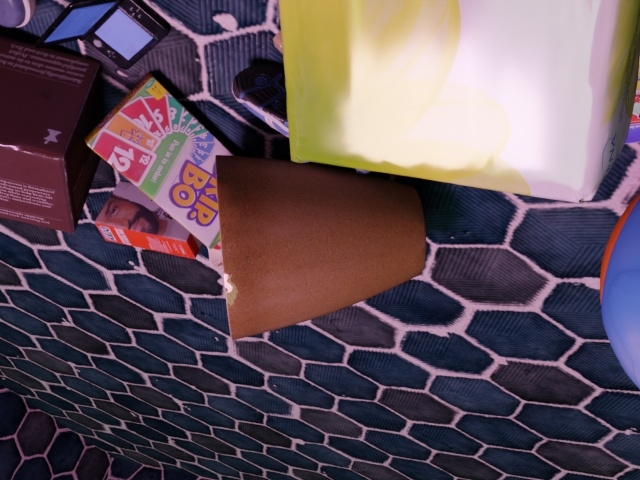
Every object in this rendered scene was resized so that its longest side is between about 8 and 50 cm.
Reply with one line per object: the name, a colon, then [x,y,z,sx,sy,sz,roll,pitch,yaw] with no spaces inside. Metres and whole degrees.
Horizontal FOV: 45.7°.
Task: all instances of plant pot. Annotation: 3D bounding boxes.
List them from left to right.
plant pot: [0.000,0.000,0.983,0.254,0.237,0.237,-4,149,-5]

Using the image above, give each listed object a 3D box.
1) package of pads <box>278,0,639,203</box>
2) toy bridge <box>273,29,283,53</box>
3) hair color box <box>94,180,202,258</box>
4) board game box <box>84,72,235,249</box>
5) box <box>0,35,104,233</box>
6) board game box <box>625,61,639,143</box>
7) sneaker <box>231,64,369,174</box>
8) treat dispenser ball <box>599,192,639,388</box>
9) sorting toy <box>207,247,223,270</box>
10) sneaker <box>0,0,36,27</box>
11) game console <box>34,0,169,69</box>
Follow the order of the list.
package of pads: [0.088,-0.179,0.474,0.229,0.101,0.296,12,126,24]
toy bridge: [0.019,-0.166,0.850,0.188,0.026,0.063,44,179,2]
hair color box: [-0.264,-0.035,1.219,0.167,0.093,0.053,10,147,18]
board game box: [-0.185,-0.096,1.053,0.259,0.124,0.039,44,-178,-35]
box: [-0.401,-0.141,1.042,0.168,0.167,0.203,14,150,-7]
board game box: [0.192,-0.172,0.762,0.317,0.046,0.213,-4,140,36]
sneaker: [-0.012,-0.137,0.911,0.211,0.080,0.081,26,150,-6]
treat dispenser ball: [0.421,0.050,0.730,0.288,0.288,0.288,16,149,10]
sorting toy: [-0.166,0.005,1.276,0.075,0.045,0.083,44,144,-21]
sneaker: [-0.492,-0.334,0.833,0.350,0.148,0.131,37,146,-25]
game console: [-0.262,-0.242,0.910,0.107,0.071,0.122,39,146,-26]
